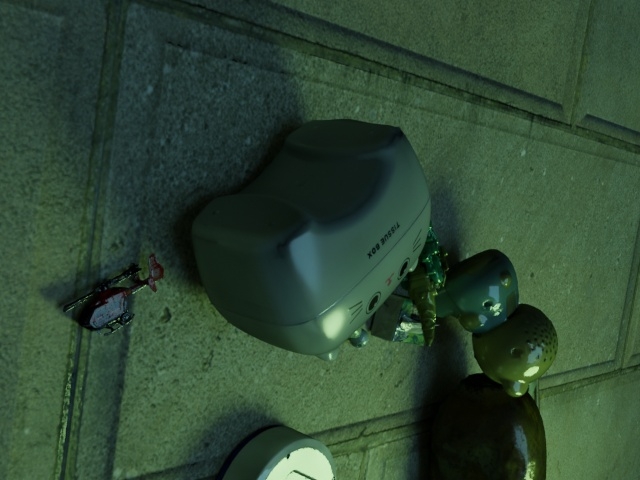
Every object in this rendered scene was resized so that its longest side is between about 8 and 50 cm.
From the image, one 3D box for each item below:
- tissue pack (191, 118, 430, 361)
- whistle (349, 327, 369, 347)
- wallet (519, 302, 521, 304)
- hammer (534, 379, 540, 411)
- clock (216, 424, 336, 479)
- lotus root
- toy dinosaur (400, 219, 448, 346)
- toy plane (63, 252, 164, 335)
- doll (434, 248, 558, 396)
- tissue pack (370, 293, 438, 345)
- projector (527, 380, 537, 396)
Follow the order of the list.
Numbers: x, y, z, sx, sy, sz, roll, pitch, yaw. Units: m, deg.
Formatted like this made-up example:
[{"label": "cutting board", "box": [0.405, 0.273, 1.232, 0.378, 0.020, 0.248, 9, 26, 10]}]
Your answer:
[{"label": "tissue pack", "box": [0.000, 0.000, 1.190, 0.333, 0.229, 0.236, -44, 130, -34]}, {"label": "whistle", "box": [0.055, 0.153, 1.458, 0.035, 0.035, 0.100, -58, 136, -23]}, {"label": "wallet", "box": [0.423, 0.194, 1.932, 0.061, 0.025, 0.122, 29, 77, -44]}, {"label": "hammer", "box": [0.524, 0.364, 2.074, 0.062, 0.013, 0.199, 13, 76, -51]}, {"label": "clock", "box": [-0.070, 0.412, 1.340, 0.230, 0.083, 0.231, -21, 118, -47]}, {"label": "lotus root", "box": [0.343, 0.436, 1.735, 0.250, 0.250, 0.346, -17, 111, -48]}, {"label": "toy dinosaur", "box": [0.175, 0.063, 1.493, 0.259, 0.094, 0.153, -84, 152, -47]}, {"label": "toy plane", "box": [-0.250, 0.070, 1.058, 0.145, 0.037, 0.060, -35, 115, -36]}, {"label": "doll", "box": [0.347, 0.157, 1.644, 0.177, 0.161, 0.261, -34, 93, -42]}, {"label": "tissue pack", "box": [0.158, 0.145, 1.546, 0.111, 0.079, 0.085, 16, 87, -52]}, {"label": "projector", "box": [0.433, 0.339, 1.934, 0.083, 0.083, 0.082, 40, 69, -49]}]
